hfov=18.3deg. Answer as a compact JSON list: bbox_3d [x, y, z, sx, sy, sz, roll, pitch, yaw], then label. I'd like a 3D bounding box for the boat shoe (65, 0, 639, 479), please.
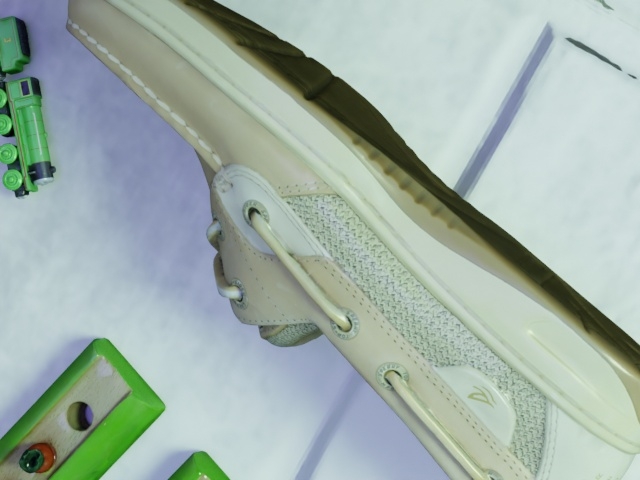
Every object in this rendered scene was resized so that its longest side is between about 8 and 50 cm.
[{"bbox_3d":[0.000,0.000,0.791,0.302,0.109,0.098,41,102,10],"label":"boat shoe"}]

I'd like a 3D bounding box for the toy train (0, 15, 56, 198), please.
[{"bbox_3d":[-0.136,-0.060,0.886,0.023,0.017,0.083,-13,85,9],"label":"toy train"}]

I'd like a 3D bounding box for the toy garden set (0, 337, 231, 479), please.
[{"bbox_3d":[-0.091,0.200,0.850,0.204,0.049,0.244,-46,75,14],"label":"toy garden set"}]
